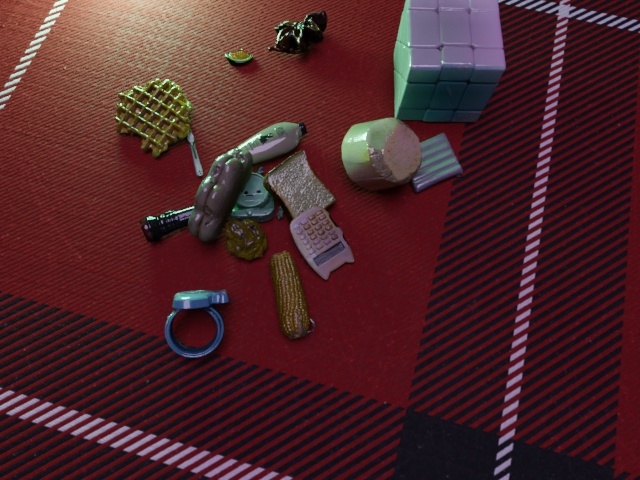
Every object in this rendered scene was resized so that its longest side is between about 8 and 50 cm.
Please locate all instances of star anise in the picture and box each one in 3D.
[{"bbox_3d":[-0.072,-0.798,1.910,0.220,0.126,0.190,6,67,32],"label":"star anise"}]

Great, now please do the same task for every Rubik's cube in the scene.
[{"bbox_3d":[0.435,-0.635,1.745,0.316,0.322,0.319,2,71,-1],"label":"Rubik's cube"}]

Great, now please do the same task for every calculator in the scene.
[{"bbox_3d":[0.000,0.000,1.624,0.157,0.033,0.236,-32,92,-11],"label":"calculator"}]

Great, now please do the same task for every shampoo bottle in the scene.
[{"bbox_3d":[-0.165,-0.352,1.759,0.257,0.078,0.127,-28,62,-14],"label":"shampoo bottle"}]

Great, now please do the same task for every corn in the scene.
[{"bbox_3d":[-0.098,0.164,1.555,0.106,0.106,0.293,-12,69,-5],"label":"corn"}]

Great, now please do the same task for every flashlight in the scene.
[{"bbox_3d":[-0.476,-0.071,1.647,0.232,0.093,0.093,-22,71,-11],"label":"flashlight"}]

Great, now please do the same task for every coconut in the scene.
[{"bbox_3d":[0.194,-0.285,1.661,0.239,0.244,0.239,-1,92,-35],"label":"coconut"}]

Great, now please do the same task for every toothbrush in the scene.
[{"bbox_3d":[-0.468,-0.362,1.787,0.030,0.030,0.304,-16,71,-6],"label":"toothbrush"}]

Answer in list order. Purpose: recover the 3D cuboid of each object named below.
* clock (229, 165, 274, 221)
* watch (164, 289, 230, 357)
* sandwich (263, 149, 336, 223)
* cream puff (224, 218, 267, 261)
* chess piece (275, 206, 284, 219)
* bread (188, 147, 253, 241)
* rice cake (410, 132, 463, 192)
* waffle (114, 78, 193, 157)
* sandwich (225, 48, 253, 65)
[{"bbox_3d":[-0.241,-0.165,1.697,0.159,0.066,0.211,-4,69,-3],"label":"clock"},{"bbox_3d":[-0.368,0.249,1.493,0.211,0.211,0.193,0,90,-1],"label":"watch"},{"bbox_3d":[-0.071,-0.172,1.661,0.186,0.065,0.215,-39,98,-14],"label":"sandwich"},{"bbox_3d":[-0.245,-0.011,1.614,0.146,0.116,0.146,-1,66,1],"label":"cream puff"},{"bbox_3d":[-0.129,-0.115,1.695,0.042,0.042,0.093,16,77,6],"label":"chess piece"},{"bbox_3d":[-0.314,-0.162,1.567,0.102,0.183,0.337,25,72,0],"label":"bread"},{"bbox_3d":[0.392,-0.278,1.759,0.198,0.037,0.189,-17,70,-7],"label":"rice cake"},{"bbox_3d":[-0.609,-0.452,1.790,0.281,0.058,0.301,-34,73,-4],"label":"waffle"},{"bbox_3d":[-0.313,-0.710,1.922,0.101,0.026,0.069,-22,67,-12],"label":"sandwich"}]
